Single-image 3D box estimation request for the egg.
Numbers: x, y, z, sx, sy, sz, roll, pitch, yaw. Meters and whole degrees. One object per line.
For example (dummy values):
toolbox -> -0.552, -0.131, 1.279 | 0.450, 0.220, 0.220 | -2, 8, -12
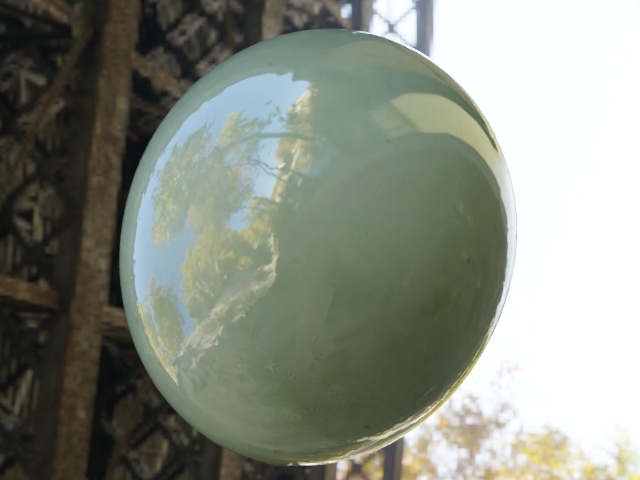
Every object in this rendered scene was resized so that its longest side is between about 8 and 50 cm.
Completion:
egg -> 0.000, 0.000, 0.492 | 0.192, 0.149, 0.149 | -74, -24, -55
